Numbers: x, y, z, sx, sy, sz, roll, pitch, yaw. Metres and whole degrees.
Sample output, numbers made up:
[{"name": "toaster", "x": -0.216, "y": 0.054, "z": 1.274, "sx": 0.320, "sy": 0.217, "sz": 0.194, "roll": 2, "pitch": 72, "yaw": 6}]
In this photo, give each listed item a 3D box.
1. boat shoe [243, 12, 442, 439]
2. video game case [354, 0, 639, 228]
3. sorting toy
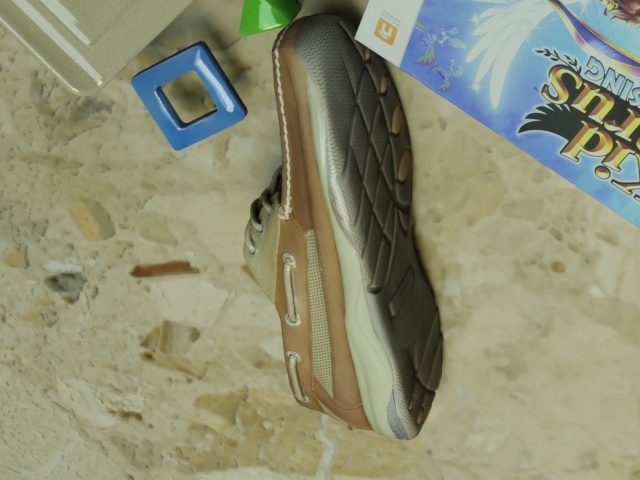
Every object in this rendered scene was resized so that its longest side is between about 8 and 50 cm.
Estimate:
[{"name": "boat shoe", "x": 0.000, "y": 0.000, "z": 1.276, "sx": 0.116, "sy": 0.123, "sz": 0.324, "roll": 2, "pitch": 119, "yaw": 24}, {"name": "video game case", "x": 0.172, "y": -0.156, "z": 1.098, "sx": 0.269, "sy": 0.061, "sz": 0.244, "roll": 35, "pitch": 131, "yaw": 18}, {"name": "sorting toy", "x": -0.160, "y": -0.222, "z": 1.252, "sx": 0.347, "sy": 0.047, "sz": 0.196, "roll": 45, "pitch": 120, "yaw": -10}]
